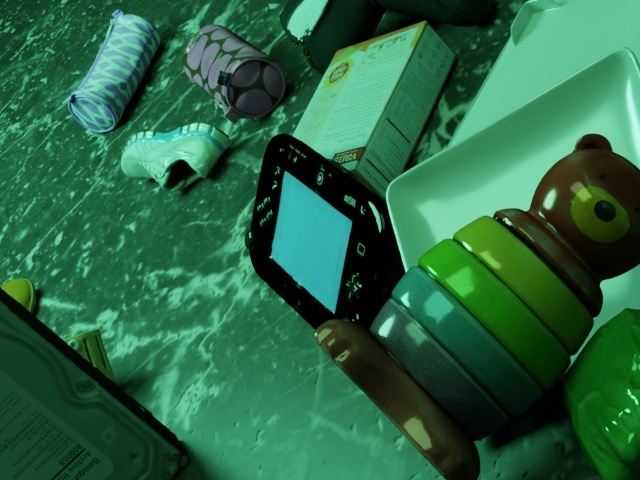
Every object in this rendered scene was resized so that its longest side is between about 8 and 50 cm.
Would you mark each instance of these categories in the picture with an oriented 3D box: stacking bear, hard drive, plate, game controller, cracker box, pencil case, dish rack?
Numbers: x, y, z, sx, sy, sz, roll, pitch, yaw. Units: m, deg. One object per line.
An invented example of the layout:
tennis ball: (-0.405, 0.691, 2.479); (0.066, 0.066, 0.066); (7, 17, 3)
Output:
stacking bear: (0.160, 0.043, 1.334); (0.289, 0.175, 0.164); (-44, -9, 0)
hard drive: (-0.329, 0.201, 1.652); (0.237, 0.339, 0.064); (-43, 31, 1)
plate: (0.204, 0.004, 1.450); (0.278, 0.045, 0.277); (-30, 54, 25)
game controller: (0.000, 0.000, 1.698); (0.067, 0.166, 0.319); (-7, 22, -23)
cracker box: (0.047, -0.135, 1.882); (0.155, 0.067, 0.232); (-11, 43, 47)
pencil case: (-0.124, -0.228, 2.203); (0.098, 0.095, 0.209); (-59, 26, 7)
pencil case: (-0.316, -0.261, 2.492); (0.086, 0.088, 0.206); (-20, 38, 40)
dish rack: (0.246, -0.143, 1.634); (0.285, 0.072, 0.333); (-1, 52, 51)

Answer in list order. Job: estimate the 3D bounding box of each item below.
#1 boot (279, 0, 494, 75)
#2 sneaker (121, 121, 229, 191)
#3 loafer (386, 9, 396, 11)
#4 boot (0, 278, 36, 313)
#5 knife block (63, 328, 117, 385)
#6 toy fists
boot: (0.076, -0.278, 1.991); (0.094, 0.246, 0.207); (-25, -31, -51)
sneaker: (-0.208, -0.100, 2.168); (0.190, 0.071, 0.083); (-12, 48, 45)
loafer: (0.067, -0.373, 2.096); (0.366, 0.130, 0.134); (-10, 44, 46)
boot: (-0.515, 0.115, 2.134); (0.104, 0.211, 0.295); (-10, 44, 45)
knife block: (-0.386, 0.189, 1.984); (0.275, 0.088, 0.242); (-18, 0, -6)
toy fists: (0.302, 0.075, 1.238); (0.279, 0.096, 0.142); (-48, 16, 10)
